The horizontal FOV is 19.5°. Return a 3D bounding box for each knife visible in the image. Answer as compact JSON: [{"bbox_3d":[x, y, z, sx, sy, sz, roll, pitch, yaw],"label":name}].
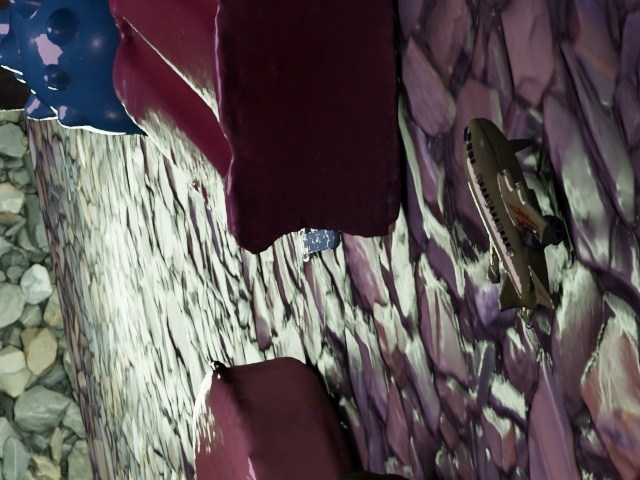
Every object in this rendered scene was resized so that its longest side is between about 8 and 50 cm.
[{"bbox_3d":[0.000,0.000,1.414,0.096,0.010,0.027,164,97,-73],"label":"knife"}]

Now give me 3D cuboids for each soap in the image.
[{"bbox_3d":[-0.061,-0.159,1.309,0.359,0.128,0.233,-133,37,-64],"label":"soap"}]

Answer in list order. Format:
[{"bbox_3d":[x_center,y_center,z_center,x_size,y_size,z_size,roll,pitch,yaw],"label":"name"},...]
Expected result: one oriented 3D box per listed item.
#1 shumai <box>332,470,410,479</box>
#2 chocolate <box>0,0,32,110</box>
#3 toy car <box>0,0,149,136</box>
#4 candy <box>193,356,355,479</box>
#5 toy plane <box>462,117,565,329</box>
[{"bbox_3d":[-0.002,0.270,1.192,0.261,0.222,0.225,-124,25,-68],"label":"shumai"},{"bbox_3d":[-0.290,-0.287,1.915,0.100,0.185,0.303,-130,26,-51],"label":"chocolate"},{"bbox_3d":[-0.223,-0.204,1.784,0.255,0.190,0.188,-116,21,-54],"label":"toy car"},{"bbox_3d":[-0.036,0.211,1.516,0.255,0.094,0.255,170,90,-76],"label":"candy"},{"bbox_3d":[0.100,-0.011,0.960,0.102,0.040,0.111,137,123,-71],"label":"toy plane"}]
